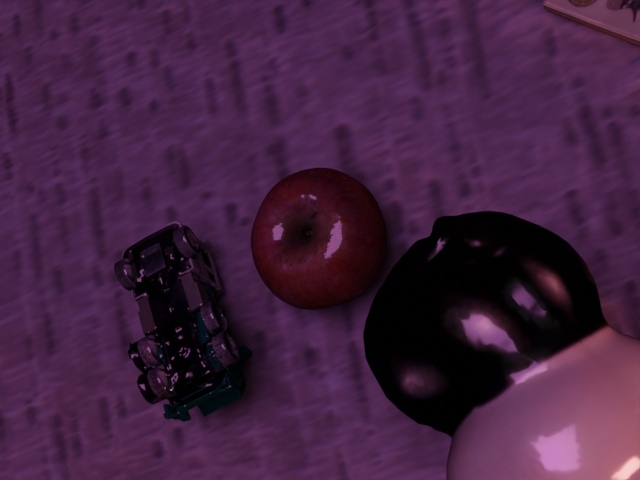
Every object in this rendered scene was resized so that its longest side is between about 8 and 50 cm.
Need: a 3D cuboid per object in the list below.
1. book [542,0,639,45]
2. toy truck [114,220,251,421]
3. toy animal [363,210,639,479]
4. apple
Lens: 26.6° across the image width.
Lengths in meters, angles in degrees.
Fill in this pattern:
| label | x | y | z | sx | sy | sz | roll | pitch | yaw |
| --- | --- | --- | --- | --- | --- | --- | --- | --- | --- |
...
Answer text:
| label | x | y | z | sx | sy | sz | roll | pitch | yaw |
| --- | --- | --- | --- | --- | --- | --- | --- | --- | --- |
| book | 0.391 | -0.287 | 1.407 | 0.264 | 0.027 | 0.202 | 28 | 89 | 27 |
| toy truck | -0.144 | 0.095 | 1.504 | 0.110 | 0.116 | 0.216 | -28 | 60 | 14 |
| toy animal | 0.200 | 0.141 | 1.251 | 0.251 | 0.251 | 0.310 | -48 | 59 | 6 |
| apple | 0.000 | 0.000 | 1.458 | 0.153 | 0.120 | 0.153 | -5 | 79 | 27 |
